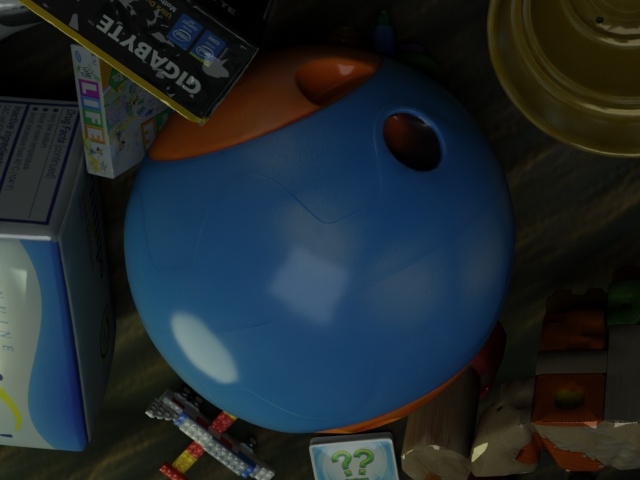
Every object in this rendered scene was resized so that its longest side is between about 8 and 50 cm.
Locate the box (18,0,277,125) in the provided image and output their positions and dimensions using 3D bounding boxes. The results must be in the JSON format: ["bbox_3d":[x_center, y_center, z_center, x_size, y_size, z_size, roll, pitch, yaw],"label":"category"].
[{"bbox_3d":[-0.171,-0.244,1.146,0.322,0.257,0.079,35,115,-13],"label":"box"}]

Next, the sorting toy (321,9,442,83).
[{"bbox_3d":[0.046,-0.149,1.296,0.102,0.042,0.061,6,154,-7],"label":"sorting toy"}]

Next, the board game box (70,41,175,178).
[{"bbox_3d":[-0.126,-0.125,1.264,0.026,0.154,0.103,14,122,29],"label":"board game box"}]

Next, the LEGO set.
[{"bbox_3d":[-0.053,0.212,1.486,0.244,0.060,0.182,-5,113,9],"label":"LEGO set"}]

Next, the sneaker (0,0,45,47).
[{"bbox_3d":[-0.298,-0.162,1.302,0.271,0.100,0.108,-13,125,19],"label":"sneaker"}]

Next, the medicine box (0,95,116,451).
[{"bbox_3d":[-0.322,0.023,1.322,0.289,0.149,0.263,5,137,4],"label":"medicine box"}]

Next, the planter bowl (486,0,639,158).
[{"bbox_3d":[0.233,-0.176,1.227,0.217,0.090,0.217,3,124,5],"label":"planter bowl"}]

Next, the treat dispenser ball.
[{"bbox_3d":[0.000,0.000,1.226,0.288,0.288,0.288,3,118,5],"label":"treat dispenser ball"}]

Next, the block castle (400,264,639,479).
[{"bbox_3d":[0.297,0.176,1.348,0.453,0.213,0.303,-2,129,15],"label":"block castle"}]
